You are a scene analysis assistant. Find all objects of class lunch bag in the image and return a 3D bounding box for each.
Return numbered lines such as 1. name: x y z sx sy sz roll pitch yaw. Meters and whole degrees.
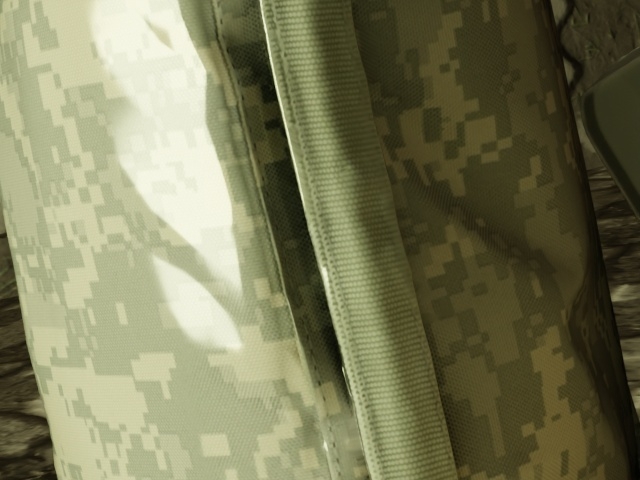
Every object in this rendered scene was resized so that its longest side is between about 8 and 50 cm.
1. lunch bag: 0.000 0.000 0.688 0.213 0.305 0.256 -13 5 -7

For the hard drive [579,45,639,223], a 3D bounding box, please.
1. hard drive: 0.184 0.008 0.834 0.040 0.203 0.307 -32 0 14
